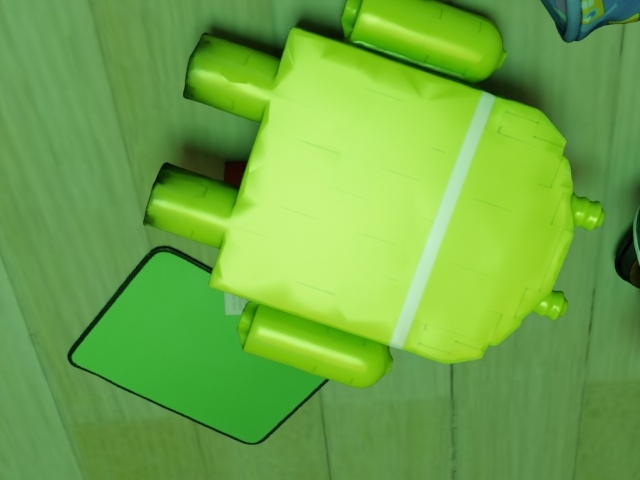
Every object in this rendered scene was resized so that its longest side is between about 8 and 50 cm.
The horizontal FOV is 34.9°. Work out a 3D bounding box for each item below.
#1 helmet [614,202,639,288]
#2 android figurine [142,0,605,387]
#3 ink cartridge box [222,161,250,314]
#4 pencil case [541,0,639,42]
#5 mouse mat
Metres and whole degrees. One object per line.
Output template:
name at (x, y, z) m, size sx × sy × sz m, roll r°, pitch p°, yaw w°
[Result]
helmet at (0.279, 0.032, 0.676) m, size 0.170 × 0.169 × 0.161 m, roll 4°, pitch 145°, yaw -5°
android figurine at (0.038, -0.026, 0.628) m, size 0.273 × 0.056 × 0.248 m, roll 16°, pitch 102°, yaw -4°
ink cartridge box at (0.000, 0.000, 0.708) m, size 0.135 × 0.056 × 0.099 m, roll 0°, pitch 128°, yaw -1°
pencil case at (0.246, -0.205, 0.507) m, size 0.306 × 0.119 × 0.133 m, roll -19°, pitch 156°, yaw 13°
mouse mat at (-0.087, 0.091, 0.811) m, size 0.190 × 0.007 × 0.152 m, roll 30°, pitch 122°, yaw -22°
